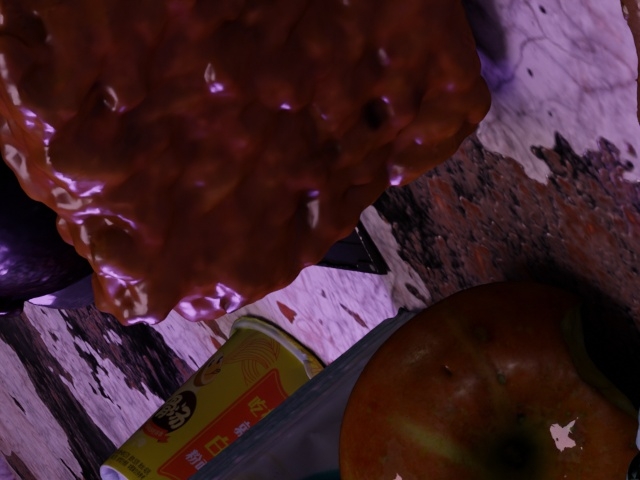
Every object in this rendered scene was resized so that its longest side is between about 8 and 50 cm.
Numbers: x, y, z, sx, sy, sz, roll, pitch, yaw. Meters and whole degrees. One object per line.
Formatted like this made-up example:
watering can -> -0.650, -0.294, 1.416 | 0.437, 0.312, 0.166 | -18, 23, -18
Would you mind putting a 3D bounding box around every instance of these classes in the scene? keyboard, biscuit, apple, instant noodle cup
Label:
keyboard -> 0.000, 0.000, 1.743 | 0.063, 0.010, 0.198 | 60, 160, -16
biscuit -> -0.048, -0.113, 1.184 | 0.110, 0.312, 0.318 | 37, 158, 43
apple -> 0.136, 0.149, 1.429 | 0.246, 0.246, 0.226 | 53, 180, -2
instant noodle cup -> -0.078, 0.262, 2.070 | 0.311, 0.221, 0.311 | 44, 159, 21

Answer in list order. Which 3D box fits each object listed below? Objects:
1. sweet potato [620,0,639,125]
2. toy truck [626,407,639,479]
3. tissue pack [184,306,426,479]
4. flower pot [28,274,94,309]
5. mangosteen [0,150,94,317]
sweet potato -> 0.206, -0.058, 1.072 | 0.067, 0.059, 0.281 | -84, -19, -45
toy truck -> 0.299, 0.180, 1.190 | 0.259, 0.135, 0.128 | 50, 162, 28
tissue pack -> 0.015, 0.280, 1.620 | 0.287, 0.388, 0.162 | 57, 160, -12
flower pot -> -0.248, -0.030, 1.871 | 0.235, 0.235, 0.148 | 43, 121, 26
mangosteen -> -0.299, -0.151, 1.565 | 0.382, 0.382, 0.435 | 156, 111, -71
